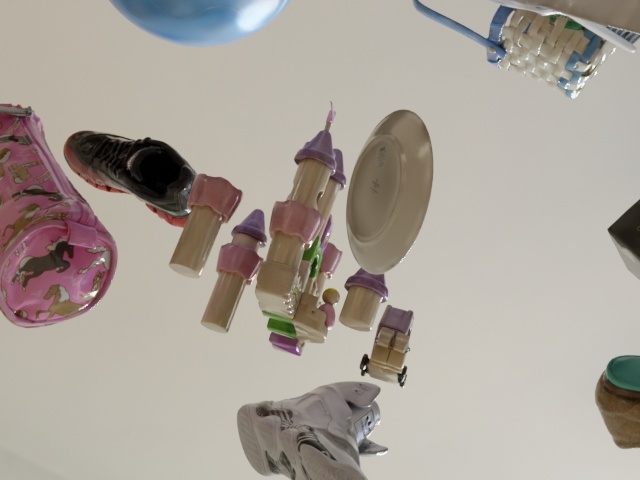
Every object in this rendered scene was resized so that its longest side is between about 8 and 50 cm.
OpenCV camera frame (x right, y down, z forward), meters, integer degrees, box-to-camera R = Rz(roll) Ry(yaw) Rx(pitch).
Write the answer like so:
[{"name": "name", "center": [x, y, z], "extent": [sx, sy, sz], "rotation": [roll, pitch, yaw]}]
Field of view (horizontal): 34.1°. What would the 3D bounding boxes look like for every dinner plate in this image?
[{"name": "dinner plate", "center": [0.051, -0.042, 0.875], "extent": [0.017, 0.141, 0.141], "rotation": [12, -133, -26]}]

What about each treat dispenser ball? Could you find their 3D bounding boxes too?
[{"name": "treat dispenser ball", "center": [-0.153, -0.390, 1.318], "extent": [0.288, 0.288, 0.288], "rotation": [45, -152, -32]}]

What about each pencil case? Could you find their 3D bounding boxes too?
[{"name": "pencil case", "center": [-0.394, -0.044, 1.379], "extent": [0.386, 0.160, 0.167], "rotation": [48, 149, 47]}]

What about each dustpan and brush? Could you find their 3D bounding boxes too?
[{"name": "dustpan and brush", "center": [0.227, -0.210, 0.935], "extent": [0.211, 0.060, 0.147], "rotation": [22, -168, -18]}]

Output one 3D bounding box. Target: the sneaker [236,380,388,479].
[{"name": "sneaker", "center": [0.031, 0.309, 1.583], "extent": [0.210, 0.366, 0.137], "rotation": [-15, -74, -25]}]

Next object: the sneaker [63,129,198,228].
[{"name": "sneaker", "center": [-0.290, -0.116, 1.609], "extent": [0.276, 0.097, 0.135], "rotation": [26, 163, 19]}]

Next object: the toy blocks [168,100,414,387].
[{"name": "toy blocks", "center": [0.000, 0.000, 1.378], "extent": [0.288, 0.309, 0.260], "rotation": [81, -153, -66]}]

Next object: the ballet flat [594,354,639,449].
[{"name": "ballet flat", "center": [0.464, 0.199, 1.097], "extent": [0.116, 0.343, 0.124], "rotation": [-53, -40, -57]}]

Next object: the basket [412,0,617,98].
[{"name": "basket", "center": [0.312, -0.368, 1.502], "extent": [0.289, 0.254, 0.201], "rotation": [33, 169, 17]}]

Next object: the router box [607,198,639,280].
[{"name": "router box", "center": [0.397, 0.015, 0.716], "extent": [0.309, 0.243, 0.081], "rotation": [48, -177, 37]}]
